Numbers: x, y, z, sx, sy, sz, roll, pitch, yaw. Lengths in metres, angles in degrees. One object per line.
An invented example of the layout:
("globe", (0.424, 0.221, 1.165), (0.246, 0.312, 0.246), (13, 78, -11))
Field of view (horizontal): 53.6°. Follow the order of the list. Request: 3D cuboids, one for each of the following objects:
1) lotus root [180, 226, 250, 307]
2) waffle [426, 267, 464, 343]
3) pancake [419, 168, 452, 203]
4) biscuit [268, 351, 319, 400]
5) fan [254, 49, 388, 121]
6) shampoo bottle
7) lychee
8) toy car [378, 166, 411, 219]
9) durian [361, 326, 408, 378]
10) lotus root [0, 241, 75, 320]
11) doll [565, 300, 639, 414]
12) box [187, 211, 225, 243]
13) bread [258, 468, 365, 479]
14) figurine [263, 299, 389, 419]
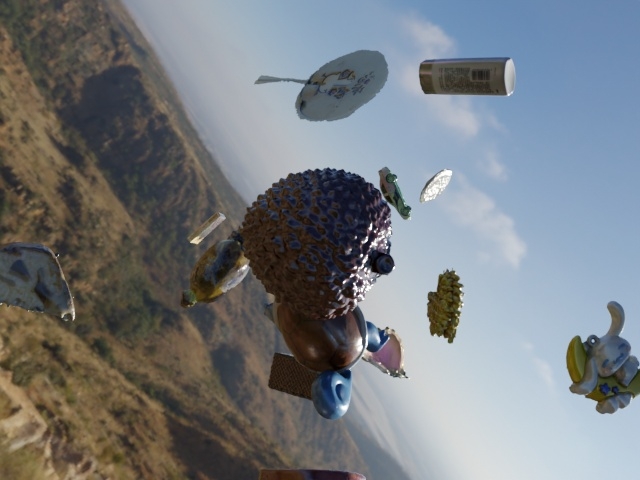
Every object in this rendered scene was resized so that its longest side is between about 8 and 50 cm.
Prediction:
("lotus root", (-0.322, 0.101, 2.010), (0.141, 0.314, 0.169), (39, -17, 6))
("waffle", (0.354, 0.182, 1.828), (0.197, 0.070, 0.193), (-92, -171, -57))
("pancake", (0.302, -0.142, 1.663), (0.011, 0.115, 0.115), (44, -6, 27))
("biscuit", (-0.036, 0.382, 1.757), (0.252, 0.106, 0.070), (4, -11, 44))
("fan", (-0.011, -0.366, 1.476), (0.415, 0.233, 0.012), (20, -25, 43))
("shampoo bottle", (0.339, -0.383, 1.486), (0.227, 0.056, 0.086), (12, -54, 42))
("lychee", (0.000, 0.000, 1.234), (0.330, 0.306, 0.306), (21, -16, 25))
("toy car", (0.281, -0.175, 2.431), (0.224, 0.076, 0.090), (66, 12, -1))
("durian", (0.175, 0.410, 2.381), (0.305, 0.196, 0.185), (25, 65, -36))
("lotus root", (-0.716, 0.090, 1.546), (0.261, 0.170, 0.074), (15, 2, -19))
("doll", (0.761, 0.323, 1.671), (0.237, 0.252, 0.111), (48, 1, 3))
("box", (-0.261, -0.029, 1.458), (0.015, 0.093, 0.058), (49, 0, 6))
("bread", (-0.028, 0.707, 1.792), (0.328, 0.295, 0.114), (136, -38, -62))
("figurine", (-0.007, 0.202, 1.486), (0.243, 0.298, 0.416), (2, 66, -59))
